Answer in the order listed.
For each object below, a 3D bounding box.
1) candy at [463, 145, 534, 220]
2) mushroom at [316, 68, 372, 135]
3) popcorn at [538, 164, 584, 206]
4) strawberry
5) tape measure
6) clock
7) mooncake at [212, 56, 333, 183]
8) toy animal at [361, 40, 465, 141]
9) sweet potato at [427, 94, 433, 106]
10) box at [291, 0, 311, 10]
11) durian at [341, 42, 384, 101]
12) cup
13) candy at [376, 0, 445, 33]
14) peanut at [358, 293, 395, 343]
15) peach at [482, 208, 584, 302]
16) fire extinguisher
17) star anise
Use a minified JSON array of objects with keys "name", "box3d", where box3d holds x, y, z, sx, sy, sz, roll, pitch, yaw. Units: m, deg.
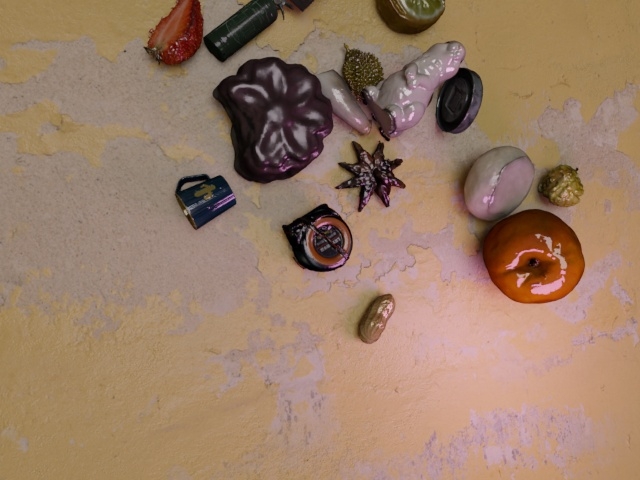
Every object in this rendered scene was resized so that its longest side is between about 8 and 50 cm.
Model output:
[{"name":"candy","box3d":[0.640,-0.208,1.779,0.296,0.185,0.295,-16,125,-24]},{"name":"mushroom","box3d":[0.076,-0.463,1.673,0.103,0.118,0.270,-35,102,27]},{"name":"popcorn","box3d":[0.932,-0.212,1.883,0.174,0.142,0.173,10,58,-16]},{"name":"strawberry","box3d":[-0.434,-0.643,1.547,0.236,0.107,0.175,-43,59,0]},{"name":"tape measure","box3d":[0.000,0.000,1.642,0.202,0.135,0.222,-34,100,-23]},{"name":"clock","box3d":[0.484,-0.487,1.721,0.049,0.226,0.225,6,88,-20]},{"name":"mooncake","box3d":[-0.144,-0.392,1.575,0.351,0.212,0.381,-31,99,-19]},{"name":"toy animal","box3d":[0.328,-0.521,1.656,0.357,0.258,0.194,-39,75,-2]},{"name":"sweet potato","box3d":[0.372,-0.552,1.778,0.081,0.062,0.233,10,90,2]},{"name":"box","box3d":[-0.049,-0.895,1.614,0.178,0.138,0.274,42,68,-15]},{"name":"durian","box3d":[0.144,-0.599,1.699,0.146,0.102,0.208,-31,93,-7]},{"name":"cup","box3d":[-0.370,-0.141,1.558,0.155,0.131,0.176,-29,72,-17]},{"name":"candy","box3d":[0.325,-0.867,1.738,0.260,0.118,0.259,-1,92,-16]},{"name":"peanut","box3d":[0.197,0.269,1.710,0.083,0.093,0.194,28,85,15]},{"name":"peach","box3d":[0.756,0.059,1.751,0.343,0.302,0.342,2,97,17]},{"name":"fire extinguisher","box3d":[-0.229,-0.709,1.605,0.311,0.095,0.114,-44,113,-10]},{"name":"star anise","box3d":[0.182,-0.228,1.704,0.272,0.102,0.271,0,88,-12]}]
